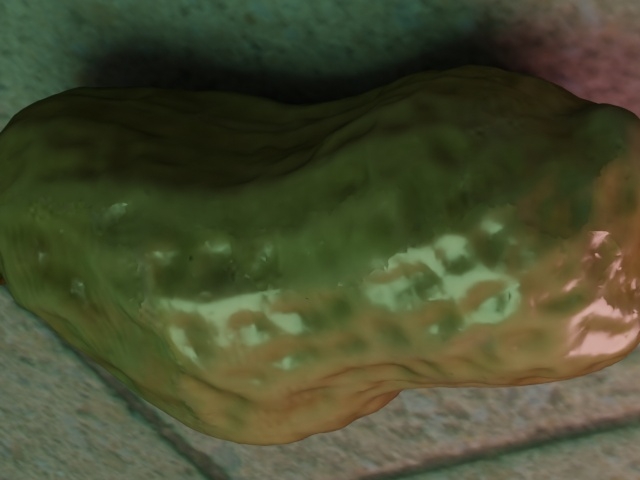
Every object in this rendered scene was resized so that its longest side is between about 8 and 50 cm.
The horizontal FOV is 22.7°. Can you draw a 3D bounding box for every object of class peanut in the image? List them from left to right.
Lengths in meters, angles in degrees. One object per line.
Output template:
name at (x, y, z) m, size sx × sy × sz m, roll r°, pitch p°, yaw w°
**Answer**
peanut at (0.000, 0.007, 0.649) m, size 0.291 × 0.143 × 0.159 m, roll -1°, pitch 133°, yaw 25°
